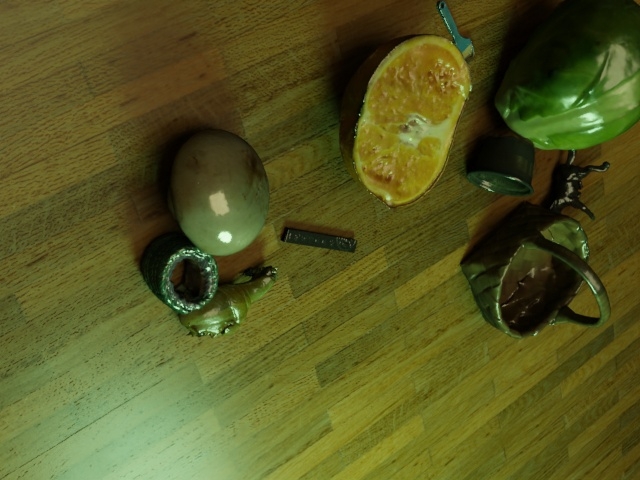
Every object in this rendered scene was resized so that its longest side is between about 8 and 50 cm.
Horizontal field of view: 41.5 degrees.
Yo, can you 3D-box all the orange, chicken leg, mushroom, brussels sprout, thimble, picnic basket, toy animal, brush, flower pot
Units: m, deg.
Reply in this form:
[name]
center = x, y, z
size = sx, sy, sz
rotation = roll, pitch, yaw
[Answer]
[orange]
center = 0.161, -0.246, 1.650
size = 0.274, 0.274, 0.310
rotation = -6, 145, -36
[chicken leg]
center = -0.172, 0.122, 1.644
size = 0.227, 0.088, 0.103
rotation = -27, 112, -34
[mushroom]
center = -0.189, -0.086, 1.498
size = 0.226, 0.178, 0.227
rotation = 3, 90, -65
[brussels sprout]
center = 0.567, -0.362, 1.852
size = 0.275, 0.315, 0.371
rotation = 23, 121, -33
[thimble]
center = -0.256, 0.058, 1.543
size = 0.118, 0.090, 0.135
rotation = -35, 125, -21
[picnic basket]
center = 0.559, 0.097, 2.032
size = 0.337, 0.337, 0.293
rotation = -43, 126, -17
[toy animal]
center = 0.646, -0.128, 2.167
size = 0.148, 0.084, 0.233
rotation = -4, 112, -35
[brush]
center = 0.290, -0.449, 1.821
size = 0.051, 0.014, 0.164
rotation = -49, 128, -14
[flower pot]
center = 0.427, -0.176, 1.946
size = 0.157, 0.157, 0.107
rotation = 25, 80, -40

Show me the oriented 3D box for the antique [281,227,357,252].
[antique]
center = 0.000, 0.000, 1.766
size = 0.192, 0.015, 0.031
rotation = 9, 101, -39
